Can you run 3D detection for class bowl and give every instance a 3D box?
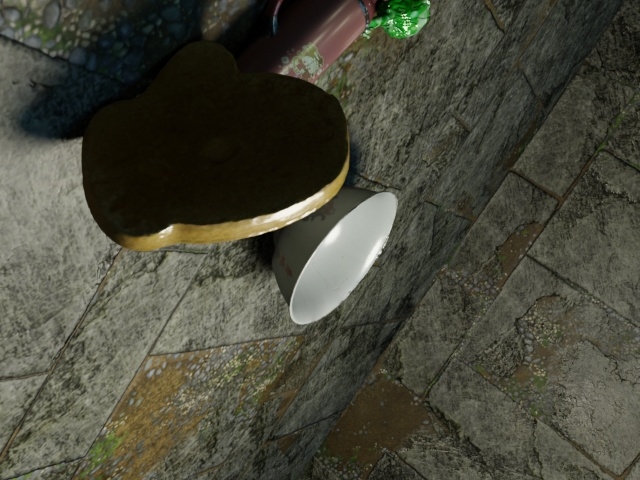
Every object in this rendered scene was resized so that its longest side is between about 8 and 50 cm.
[{"bbox_3d":[0.000,0.000,1.501,0.345,0.157,0.346,-43,156,-25],"label":"bowl"}]

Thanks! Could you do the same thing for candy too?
[{"bbox_3d":[0.066,-0.367,1.213,0.323,0.097,0.097,-30,150,-30],"label":"candy"}]

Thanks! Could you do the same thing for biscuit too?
[{"bbox_3d":[-0.138,-0.131,0.906,0.343,0.287,0.057,-15,157,-13],"label":"biscuit"}]

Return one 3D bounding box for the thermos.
[{"bbox_3d":[-0.021,-0.323,1.058,0.330,0.136,0.109,-48,-167,-13],"label":"thermos"}]
